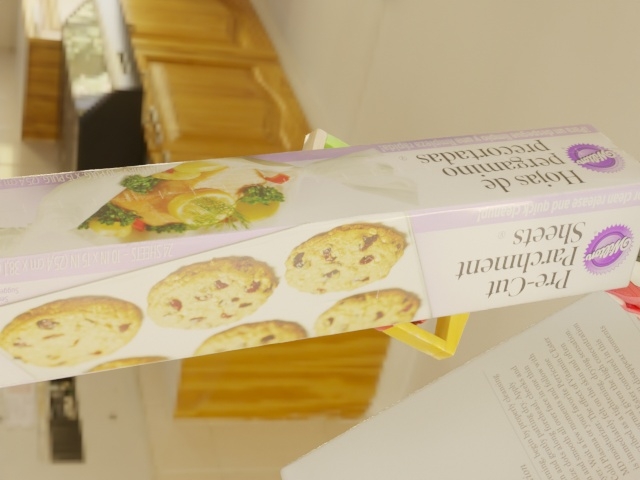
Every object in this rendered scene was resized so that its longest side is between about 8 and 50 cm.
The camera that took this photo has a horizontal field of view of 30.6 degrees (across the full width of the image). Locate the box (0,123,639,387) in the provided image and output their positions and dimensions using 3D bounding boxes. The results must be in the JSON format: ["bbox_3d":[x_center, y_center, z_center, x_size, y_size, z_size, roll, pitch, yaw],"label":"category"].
[{"bbox_3d":[0.000,0.000,0.526,0.063,0.324,0.067,-126,-142,-48],"label":"box"}]

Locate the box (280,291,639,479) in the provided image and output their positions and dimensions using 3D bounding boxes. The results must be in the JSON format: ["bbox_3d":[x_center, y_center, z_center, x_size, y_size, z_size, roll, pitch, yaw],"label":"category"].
[{"bbox_3d":[0.181,0.205,0.930,0.215,0.345,0.168,52,11,-46],"label":"box"}]

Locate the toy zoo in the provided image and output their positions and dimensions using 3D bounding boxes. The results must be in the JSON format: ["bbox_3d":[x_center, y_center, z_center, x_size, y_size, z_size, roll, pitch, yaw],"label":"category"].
[{"bbox_3d":[0.088,0.015,1.378,0.030,0.293,0.192,-28,-139,52],"label":"toy zoo"}]

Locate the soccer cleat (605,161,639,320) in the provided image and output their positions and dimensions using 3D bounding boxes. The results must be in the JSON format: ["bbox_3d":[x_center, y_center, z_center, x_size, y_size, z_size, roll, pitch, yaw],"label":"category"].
[{"bbox_3d":[0.250,0.036,0.728,0.108,0.318,0.116,-108,-143,-55],"label":"soccer cleat"}]
